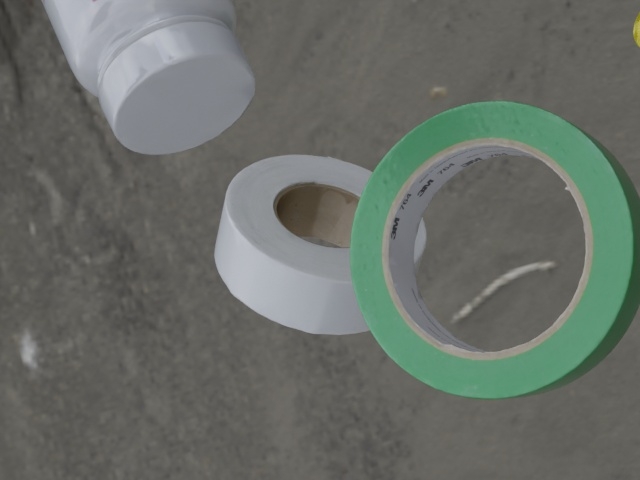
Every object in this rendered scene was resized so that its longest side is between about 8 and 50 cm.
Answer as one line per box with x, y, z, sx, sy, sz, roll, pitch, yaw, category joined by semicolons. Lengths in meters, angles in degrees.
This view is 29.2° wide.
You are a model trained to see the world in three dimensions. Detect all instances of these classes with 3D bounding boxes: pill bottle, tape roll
-0.174;-0.228;1.135;0.283;0.160;0.160;63;143;26;pill bottle
0.000;0.000;1.697;0.286;0.286;0.100;47;138;37;tape roll
0.190;0.012;1.339;0.321;0.077;0.321;-3;83;27;tape roll

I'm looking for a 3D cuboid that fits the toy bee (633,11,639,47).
0.358;-0.266;1.205;0.162;0.298;0.195;44;140;26;toy bee
